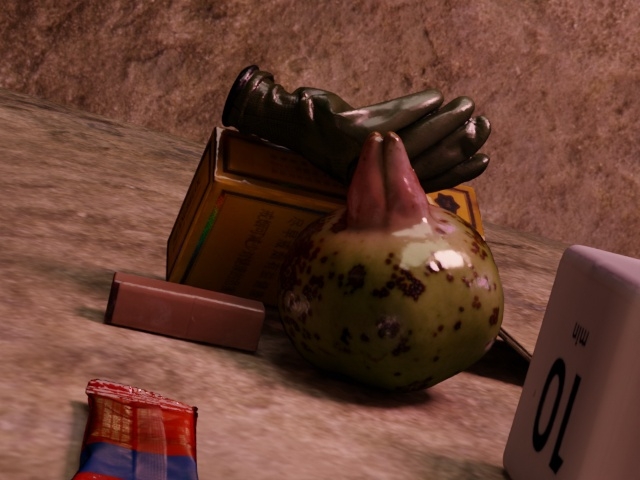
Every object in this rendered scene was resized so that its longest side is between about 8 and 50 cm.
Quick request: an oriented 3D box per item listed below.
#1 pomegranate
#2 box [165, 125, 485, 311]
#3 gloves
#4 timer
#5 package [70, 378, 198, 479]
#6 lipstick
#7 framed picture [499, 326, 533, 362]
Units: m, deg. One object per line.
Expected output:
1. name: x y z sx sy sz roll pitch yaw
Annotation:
1. pomegranate: 0.061 0.017 0.989 0.214 0.248 0.214 -6 23 2
2. box: 0.000 0.000 1.159 0.301 0.193 0.084 12 48 -17
3. gloves: 0.036 -0.104 1.053 0.268 0.107 0.135 9 -7 2
4. timer: 0.265 0.129 0.772 0.194 0.195 0.192 14 8 -7
5. package: -0.116 0.133 0.677 0.083 0.022 0.200 12 10 -10
6. lipstick: -0.128 0.068 1.005 0.145 0.045 0.045 12 6 -10
7. framed picture: 0.199 0.096 1.248 0.173 0.010 0.231 41 3 -15
